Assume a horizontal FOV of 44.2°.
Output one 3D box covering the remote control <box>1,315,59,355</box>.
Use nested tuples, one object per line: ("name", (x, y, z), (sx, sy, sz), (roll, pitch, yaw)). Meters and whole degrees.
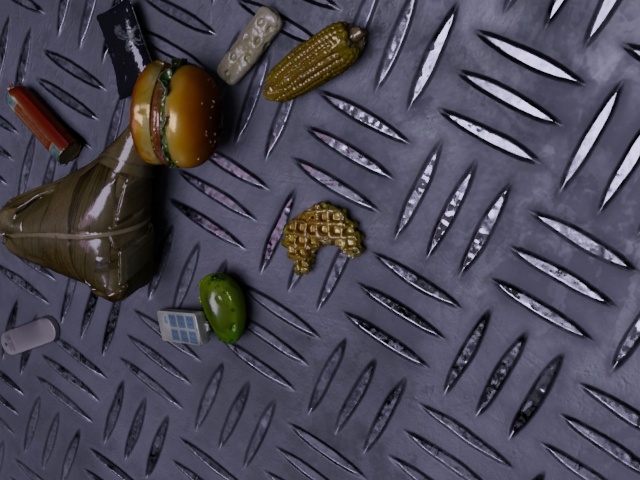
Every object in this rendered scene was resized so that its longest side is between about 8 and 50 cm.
("remote control", (-0.834, 0.273, 2.256), (0.245, 0.022, 0.077), (-20, 91, 32))

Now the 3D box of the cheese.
("cheese", (-0.150, -0.412, 1.675), (0.194, 0.043, 0.065), (-44, 80, 30))

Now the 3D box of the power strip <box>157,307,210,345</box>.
("power strip", (-0.337, 0.209, 1.928), (0.192, 0.035, 0.081), (-1, 104, 46))

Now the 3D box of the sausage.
("sausage", (-0.714, -0.308, 1.998), (0.264, 0.083, 0.083), (46, 120, 12))

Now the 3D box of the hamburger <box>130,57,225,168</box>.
("hamburger", (-0.294, -0.271, 1.688), (0.170, 0.246, 0.246), (8, 108, 7))

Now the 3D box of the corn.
("corn", (-0.015, -0.358, 1.586), (0.262, 0.097, 0.097), (-25, 90, 33))

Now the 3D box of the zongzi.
("zongzi", (-0.609, -0.142, 1.903), (0.500, 0.218, 0.466), (18, 110, 21))

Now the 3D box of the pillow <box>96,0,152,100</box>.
("pillow", (-0.448, -0.442, 1.824), (0.141, 0.055, 0.208), (-12, 97, 37))

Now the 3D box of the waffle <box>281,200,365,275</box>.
("waffle", (-0.001, 0.001, 1.702), (0.194, 0.051, 0.149), (-33, 85, 31))

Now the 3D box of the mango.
("mango", (-0.225, 0.158, 1.844), (0.119, 0.100, 0.178), (-155, 49, -67))
